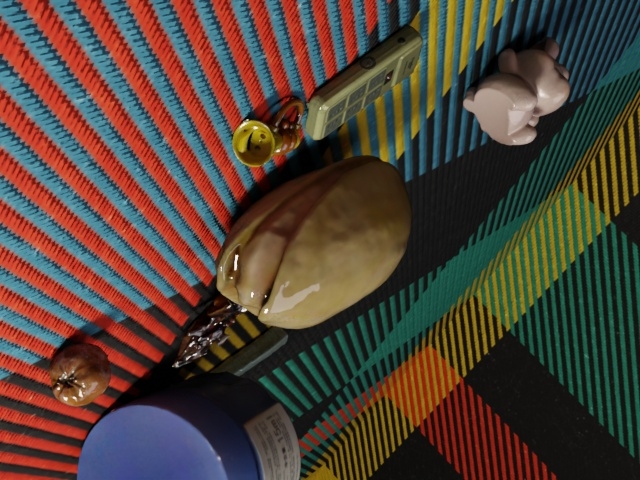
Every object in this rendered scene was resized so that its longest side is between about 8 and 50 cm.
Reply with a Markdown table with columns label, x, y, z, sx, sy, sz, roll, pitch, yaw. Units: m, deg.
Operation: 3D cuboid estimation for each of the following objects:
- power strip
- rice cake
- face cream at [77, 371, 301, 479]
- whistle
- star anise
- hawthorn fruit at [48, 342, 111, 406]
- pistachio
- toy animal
| label | x | y | z | sx | sy | sz | roll | pitch | yaw |
| --- | --- | --- | --- | --- | --- | --- | --- | --- | --- |
| power strip | 0.053 | -0.174 | 1.193 | 0.169 | 0.028 | 0.076 | -38 | 164 | -20 |
| rice cake | -0.120 | 0.190 | 1.760 | 0.171 | 0.033 | 0.029 | -34 | 159 | -33 |
| face cream | -0.178 | 0.323 | 1.544 | 0.249 | 0.249 | 0.225 | -49 | 165 | 20 |
| whistle | -0.047 | -0.112 | 1.107 | 0.046 | 0.057 | 0.109 | -1 | -167 | 22 |
| star anise | -0.109 | 0.075 | 1.416 | 0.212 | 0.053 | 0.157 | -36 | 165 | -21 |
| hawthorn fruit | -0.251 | 0.142 | 1.197 | 0.067 | 0.067 | 0.103 | -49 | 167 | 20 |
| pistachio | 0.000 | 0.000 | 1.288 | 0.293 | 0.162 | 0.181 | -27 | 142 | -38 |
| toy animal | 0.307 | -0.232 | 1.567 | 0.212 | 0.124 | 0.124 | -43 | 167 | -31 |
